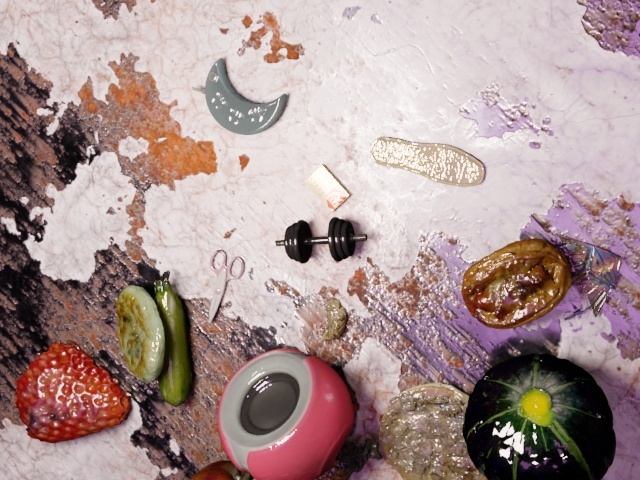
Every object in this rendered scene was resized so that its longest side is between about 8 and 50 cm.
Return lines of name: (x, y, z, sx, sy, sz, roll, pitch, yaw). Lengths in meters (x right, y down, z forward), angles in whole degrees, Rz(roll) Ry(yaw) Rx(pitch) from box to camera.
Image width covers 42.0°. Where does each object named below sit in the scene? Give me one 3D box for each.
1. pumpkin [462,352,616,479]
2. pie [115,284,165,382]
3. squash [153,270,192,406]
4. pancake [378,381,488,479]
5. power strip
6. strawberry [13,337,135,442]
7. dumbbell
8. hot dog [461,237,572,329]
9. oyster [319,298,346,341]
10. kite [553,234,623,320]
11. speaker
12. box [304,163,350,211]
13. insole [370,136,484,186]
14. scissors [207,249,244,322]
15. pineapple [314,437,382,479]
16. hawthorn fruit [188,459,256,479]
pumpkin: (0.430, 0.381, 1.652, 0.295, 0.296, 0.296, 3, 100, 19)
pie: (-0.423, 0.219, 1.951, 0.240, 0.054, 0.241, 20, 114, 54)
squash: (-0.354, 0.232, 1.972, 0.087, 0.087, 0.332, -1, 102, 19)
pancake: (0.263, 0.439, 1.815, 0.282, 0.049, 0.282, 3, 100, 20)
power strip: (-0.186, -0.311, 1.843, 0.216, 0.044, 0.137, 29, 108, 12)
strawberry: (-0.641, 0.415, 2.073, 0.280, 0.150, 0.253, 36, 109, 12)
dumbbell: (0.000, 0.000, 1.803, 0.208, 0.099, 0.099, -4, 98, 20)
hot dog: (0.388, 0.090, 1.683, 0.227, 0.099, 0.160, -37, 85, 26)
oyster: (0.020, 0.180, 1.860, 0.080, 0.038, 0.083, -25, 92, 23)
kite: (0.530, 0.066, 1.677, 0.160, 0.010, 0.183, -24, 89, 23)
speaker: (-0.081, 0.379, 1.804, 0.294, 0.294, 0.294, 3, 100, 19)
box: (0.015, -0.114, 1.822, 0.058, 0.015, 0.093, -44, 84, 22)
insole: (0.221, -0.167, 1.744, 0.247, 0.011, 0.081, 14, 104, 17)
scissors: (-0.235, 0.111, 1.945, 0.085, 0.022, 0.176, 21, 102, 11)
pineapple: (0.048, 0.497, 1.871, 0.197, 0.108, 0.108, -33, 88, 22)
hawthorn fruit: (-0.197, 0.627, 1.904, 0.267, 0.268, 0.301, 32, 106, 11)
